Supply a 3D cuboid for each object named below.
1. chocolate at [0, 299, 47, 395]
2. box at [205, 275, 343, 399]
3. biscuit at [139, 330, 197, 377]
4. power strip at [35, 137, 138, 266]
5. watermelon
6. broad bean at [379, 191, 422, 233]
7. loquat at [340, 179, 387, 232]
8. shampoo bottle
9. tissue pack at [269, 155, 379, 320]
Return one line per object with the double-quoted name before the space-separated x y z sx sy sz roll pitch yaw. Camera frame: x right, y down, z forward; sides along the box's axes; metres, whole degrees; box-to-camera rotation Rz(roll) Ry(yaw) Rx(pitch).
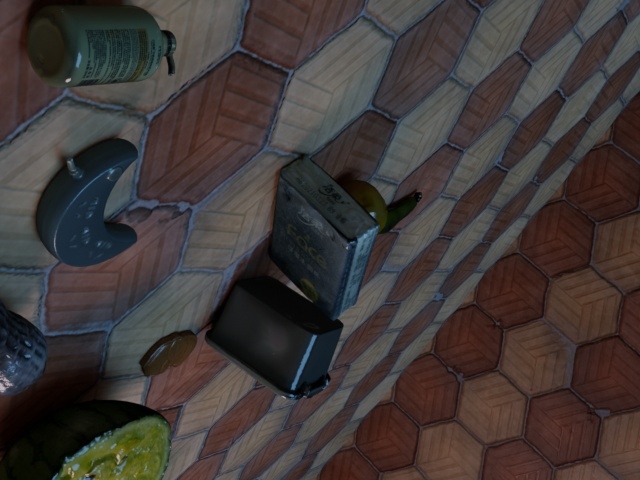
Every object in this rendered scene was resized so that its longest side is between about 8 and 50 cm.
"chocolate" -0.408 0.120 1.040 0.110 0.110 0.248 -43 154 -10
"box" -0.080 0.173 1.611 0.163 0.243 0.135 -8 124 -58
"biscuit" -0.277 0.208 1.574 0.130 0.019 0.102 -9 136 -58
"power strip" -0.286 -0.043 1.066 0.137 0.044 0.216 -34 156 -29
"watermelon" -0.413 0.379 1.393 0.331 0.189 0.331 -51 155 -34
"broad bean" 0.134 -0.041 1.887 0.297 0.043 0.060 -26 140 -45
"loquat" 0.061 -0.050 1.636 0.137 0.113 0.137 -25 168 -5
"shampoo bottle" -0.211 -0.200 0.875 0.162 0.079 0.079 -20 147 -51
"tissue pack" 0.000 0.000 1.496 0.081 0.185 0.257 -35 157 -27
